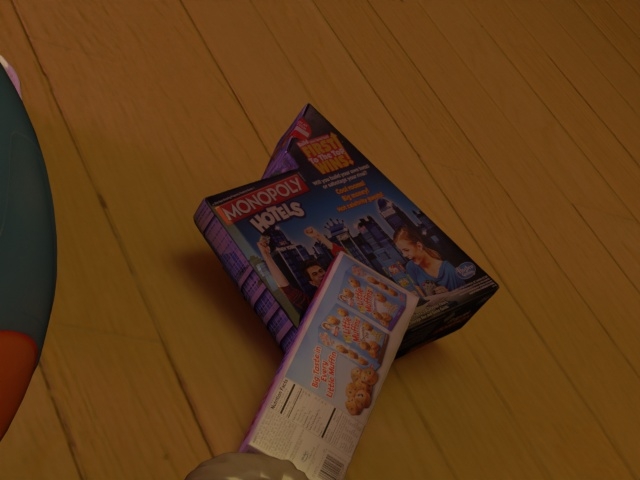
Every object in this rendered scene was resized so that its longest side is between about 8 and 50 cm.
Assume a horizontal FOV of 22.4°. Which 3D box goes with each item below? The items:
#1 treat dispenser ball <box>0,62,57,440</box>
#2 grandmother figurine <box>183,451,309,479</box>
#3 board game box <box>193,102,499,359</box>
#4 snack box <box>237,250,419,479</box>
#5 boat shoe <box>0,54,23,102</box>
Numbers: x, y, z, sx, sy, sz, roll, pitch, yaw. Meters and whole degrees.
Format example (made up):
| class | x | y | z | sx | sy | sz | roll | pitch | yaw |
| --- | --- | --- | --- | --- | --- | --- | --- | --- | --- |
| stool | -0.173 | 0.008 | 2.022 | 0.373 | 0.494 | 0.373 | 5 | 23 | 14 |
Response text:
| class | x | y | z | sx | sy | sz | roll | pitch | yaw |
| --- | --- | --- | --- | --- | --- | --- | --- | --- | --- |
| treat dispenser ball | -0.249 | 0.006 | 0.635 | 0.288 | 0.288 | 0.288 | 27 | 27 | -15 |
| grandmother figurine | 0.010 | 0.240 | 0.752 | 0.208 | 0.104 | 0.342 | 31 | 23 | -45 |
| board game box | 0.000 | 0.000 | 1.161 | 0.194 | 0.060 | 0.194 | -20 | 67 | -44 |
| snack box | 0.008 | 0.085 | 1.033 | 0.064 | 0.022 | 0.178 | 31 | 47 | -4 |
| boat shoe | -0.227 | -0.070 | 1.009 | 0.098 | 0.096 | 0.277 | 27 | 27 | -14 |
